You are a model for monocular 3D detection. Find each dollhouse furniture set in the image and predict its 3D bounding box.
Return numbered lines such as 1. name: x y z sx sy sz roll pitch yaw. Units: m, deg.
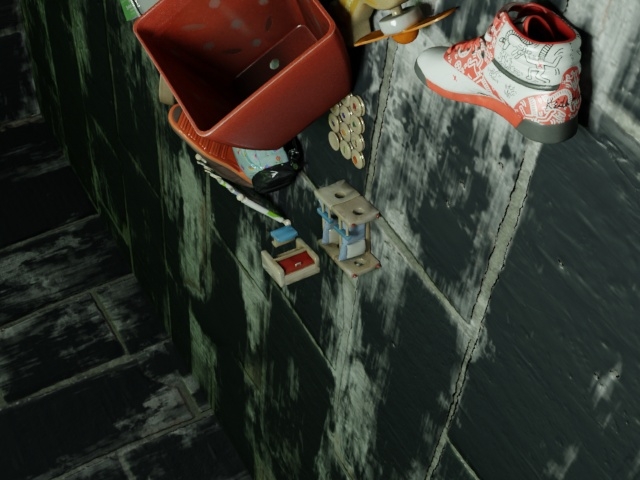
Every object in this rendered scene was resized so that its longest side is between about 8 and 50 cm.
1. dollhouse furniture set: 0.000 0.000 1.856 0.129 0.184 0.129 45 148 45

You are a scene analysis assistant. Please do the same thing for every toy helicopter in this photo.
1. toy helicopter: 0.075 -0.364 1.482 0.235 0.140 0.355 56 167 6

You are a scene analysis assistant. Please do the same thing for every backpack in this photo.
1. backpack: -0.121 -0.194 2.052 0.182 0.115 0.152 69 161 7

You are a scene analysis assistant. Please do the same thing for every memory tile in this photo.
1. memory tile: 0.045 -0.206 1.795 0.113 0.012 0.148 47 150 43

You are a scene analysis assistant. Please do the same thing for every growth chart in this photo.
1. growth chart: -0.178 -0.114 2.243 0.172 0.021 0.237 28 -169 -40

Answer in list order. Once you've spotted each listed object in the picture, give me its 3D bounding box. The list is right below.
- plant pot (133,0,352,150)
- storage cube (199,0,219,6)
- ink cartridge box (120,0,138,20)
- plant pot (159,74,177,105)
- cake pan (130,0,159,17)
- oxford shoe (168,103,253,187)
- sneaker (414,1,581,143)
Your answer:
1. plant pot: -0.097 -0.302 1.682 0.267 0.267 0.236 57 -169 26
2. storage cube: -0.175 -0.527 1.769 0.184 0.193 0.215 35 140 54
3. ink cartridge box: -0.368 -0.602 2.186 0.092 0.160 0.219 4 114 65
4. plant pot: -0.255 -0.391 2.125 0.237 0.110 0.237 -167 90 -88
5. cake pan: -0.268 -0.505 1.946 0.054 0.293 0.293 -11 102 30
6. oxford shoe: -0.222 -0.185 2.128 0.271 0.097 0.098 37 146 -29
7. sneaker: 0.219 -0.236 1.268 0.270 0.090 0.145 39 143 45
